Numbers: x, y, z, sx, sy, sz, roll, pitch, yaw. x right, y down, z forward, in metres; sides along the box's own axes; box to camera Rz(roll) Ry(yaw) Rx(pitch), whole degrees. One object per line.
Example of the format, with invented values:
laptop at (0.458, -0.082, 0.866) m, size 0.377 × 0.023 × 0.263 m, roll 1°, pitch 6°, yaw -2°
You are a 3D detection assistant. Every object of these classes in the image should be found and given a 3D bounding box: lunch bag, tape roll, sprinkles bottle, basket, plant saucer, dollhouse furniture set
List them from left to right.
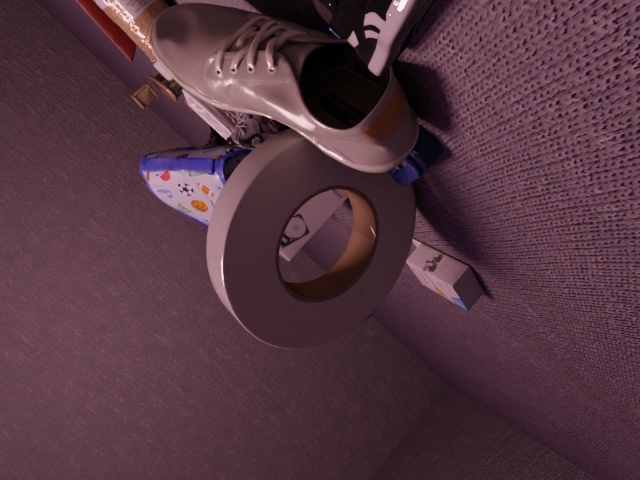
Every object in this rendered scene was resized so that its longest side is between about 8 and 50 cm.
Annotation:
plant saucer at (-0.558, -0.616, 1.219) m, size 0.258 × 0.047 × 0.259 m, roll 52°, pitch -172°, yaw -48°
sprinkles bottle at (-0.408, -0.515, 1.018) m, size 0.355 × 0.121 × 0.121 m, roll 47°, pitch 171°, yaw -26°
dollhouse furniture set at (-0.392, -0.394, 1.349) m, size 0.101 × 0.182 × 0.161 m, roll 36°, pitch 169°, yaw 37°
basket at (-0.247, -0.340, 1.222) m, size 0.167 × 0.103 × 0.113 m, roll 42°, pitch 172°, yaw -1°
lunch bag at (-0.282, -0.160, 1.425) m, size 0.327 × 0.239 × 0.385 m, roll 6°, pitch 168°, yaw 31°
tape roll at (0.000, 0.000, 0.825) m, size 0.072 × 0.392 × 0.392 m, roll 32°, pitch 167°, yaw 49°
lunch bag at (0.128, -0.122, 0.713) m, size 0.067 × 0.065 × 0.098 m, roll 42°, pitch 172°, yaw 0°

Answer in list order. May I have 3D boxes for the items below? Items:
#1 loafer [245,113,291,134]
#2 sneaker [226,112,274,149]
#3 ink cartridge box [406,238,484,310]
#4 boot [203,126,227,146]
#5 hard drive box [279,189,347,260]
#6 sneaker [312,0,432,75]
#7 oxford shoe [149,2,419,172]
loafer at (-0.081, -0.261, 0.941) m, size 0.095 × 0.109 × 0.302 m, roll 24°, pitch 180°, yaw -5°
sneaker at (-0.183, -0.286, 1.097) m, size 0.229 × 0.132 × 0.086 m, roll 46°, pitch 171°, yaw -26°
ink cartridge box at (0.266, 0.073, 1.090) m, size 0.181 × 0.061 × 0.104 m, roll 33°, pitch 167°, yaw 51°
boot at (-0.368, -0.289, 1.570) m, size 0.091 × 0.229 × 0.263 m, roll 58°, pitch -178°, yaw 31°
hard drive box at (-0.074, -0.095, 1.222) m, size 0.181 × 0.232 × 0.089 m, roll 44°, pitch 171°, yaw -18°
sneaker at (0.042, -0.241, 0.452) m, size 0.121 × 0.079 × 0.217 m, roll 41°, pitch 173°, yaw -1°
oxford shoe at (-0.065, -0.244, 0.665) m, size 0.449 × 0.169 × 0.130 m, roll 32°, pitch 172°, yaw 19°
